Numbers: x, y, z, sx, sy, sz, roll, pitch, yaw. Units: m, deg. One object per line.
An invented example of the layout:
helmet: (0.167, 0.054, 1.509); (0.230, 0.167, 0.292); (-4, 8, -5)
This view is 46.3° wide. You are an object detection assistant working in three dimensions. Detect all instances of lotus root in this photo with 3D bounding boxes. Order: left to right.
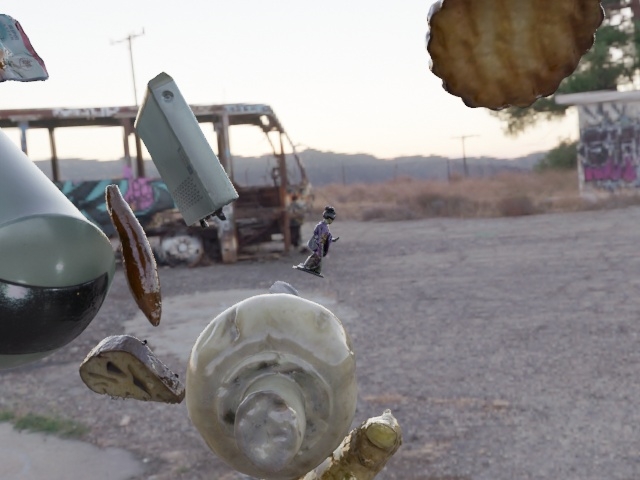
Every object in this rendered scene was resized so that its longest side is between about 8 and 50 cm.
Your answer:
lotus root: (-0.464, 0.312, 1.812); (0.261, 0.170, 0.074); (0, 28, 21)

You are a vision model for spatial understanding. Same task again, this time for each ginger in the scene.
ginger: (0.025, 0.429, 1.398); (0.122, 0.348, 0.363); (36, 5, -12)

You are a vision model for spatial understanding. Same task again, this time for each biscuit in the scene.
biscuit: (0.343, -0.390, 1.353); (0.326, 0.325, 0.107); (-6, 40, -6)

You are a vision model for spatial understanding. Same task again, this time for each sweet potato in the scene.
sweet potato: (-0.312, 0.021, 1.262); (0.057, 0.264, 0.057); (-17, -14, -4)

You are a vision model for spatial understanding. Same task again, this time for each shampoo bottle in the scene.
shampoo bottle: (-0.066, 0.170, 1.834); (0.056, 0.086, 0.227); (-46, -22, -11)

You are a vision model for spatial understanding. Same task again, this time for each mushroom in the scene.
mushroom: (-0.083, 0.251, 1.185); (0.314, 0.314, 0.336); (-5, 5, 4)

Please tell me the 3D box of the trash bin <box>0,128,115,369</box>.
trash bin: (-0.514, -0.008, 1.141); (0.280, 0.280, 0.432); (-9, 43, -46)

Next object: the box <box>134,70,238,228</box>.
box: (-0.197, -0.116, 1.074); (0.045, 0.211, 0.270); (-30, 4, -17)

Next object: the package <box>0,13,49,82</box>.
package: (-0.661, -0.384, 1.494); (0.040, 0.166, 0.232); (-30, -1, 33)

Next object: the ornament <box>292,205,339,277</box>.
ornament: (0.007, 0.006, 2.080); (0.081, 0.203, 0.088); (27, -7, -9)
